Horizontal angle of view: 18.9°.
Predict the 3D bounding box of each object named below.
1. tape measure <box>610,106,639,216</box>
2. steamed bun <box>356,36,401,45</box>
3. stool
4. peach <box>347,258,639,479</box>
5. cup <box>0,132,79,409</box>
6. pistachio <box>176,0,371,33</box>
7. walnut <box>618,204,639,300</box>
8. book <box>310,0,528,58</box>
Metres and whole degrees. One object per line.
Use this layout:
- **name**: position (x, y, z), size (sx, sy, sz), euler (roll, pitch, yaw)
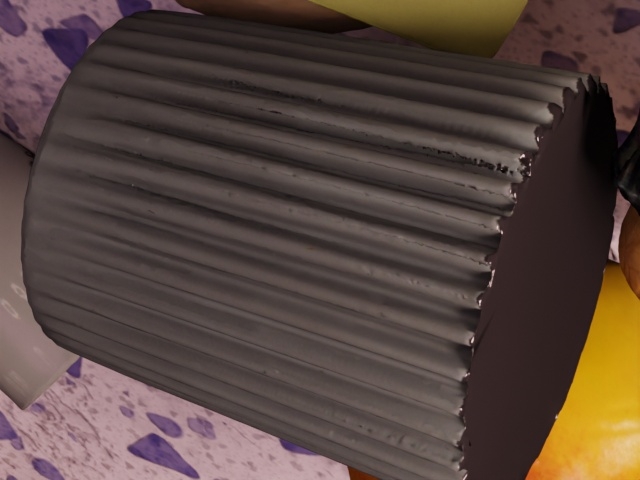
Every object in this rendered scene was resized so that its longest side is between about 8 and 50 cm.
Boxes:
- **tape measure**: position (0.315, -0.076, 1.211), size (0.231, 0.245, 0.149), euler (27, 174, 8)
- **steamed bun**: position (0.030, -0.074, 1.503), size (0.177, 0.106, 0.192), euler (-3, 123, 42)
- **stool**: position (0.000, 0.000, 1.301), size (0.330, 0.297, 0.297), euler (15, 140, 21)
- **peach**: position (0.150, 0.157, 1.510), size (0.289, 0.308, 0.289), euler (17, 142, 14)
- **cup**: position (-0.296, 0.012, 1.790), size (0.234, 0.186, 0.258), euler (44, 170, -4)
- **pistachio**: position (-0.013, -0.209, 1.347), size (0.215, 0.144, 0.144), euler (-6, 131, 27)
- **walnut**: position (0.287, -0.011, 1.363), size (0.144, 0.144, 0.180), euler (34, 145, -4)
- **book**: position (0.004, -0.262, 1.202), size (0.352, 0.035, 0.239), euler (19, 121, -18)
